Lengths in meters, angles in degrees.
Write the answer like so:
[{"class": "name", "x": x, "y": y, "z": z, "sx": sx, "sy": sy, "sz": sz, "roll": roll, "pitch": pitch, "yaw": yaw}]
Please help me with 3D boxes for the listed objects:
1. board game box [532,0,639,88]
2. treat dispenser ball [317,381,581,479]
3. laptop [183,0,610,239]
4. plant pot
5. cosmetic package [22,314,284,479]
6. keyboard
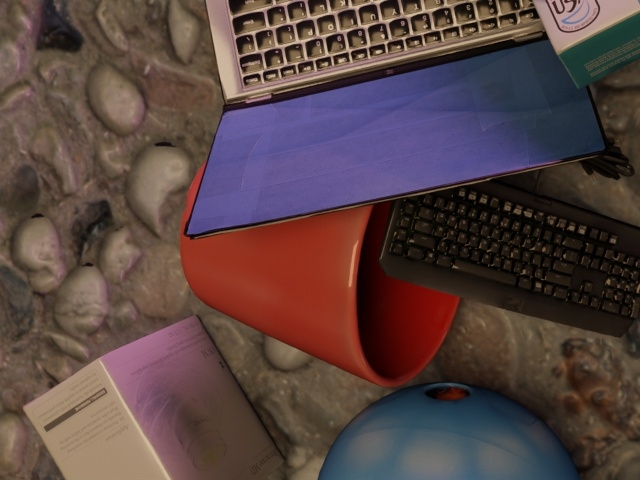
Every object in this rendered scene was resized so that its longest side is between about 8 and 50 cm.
[{"class": "board game box", "x": 0.266, "y": -0.335, "z": 0.864, "sx": 0.254, "sy": 0.079, "sz": 0.336, "roll": -26, "pitch": 64, "yaw": 19}, {"class": "treat dispenser ball", "x": 0.133, "y": 0.293, "z": 1.065, "sx": 0.288, "sy": 0.288, "sz": 0.288, "roll": 3, "pitch": 100, "yaw": 21}, {"class": "laptop", "x": 0.044, "y": -0.235, "z": 0.993, "sx": 0.382, "sy": 0.236, "sz": 0.408, "roll": -11, "pitch": 88, "yaw": 12}, {"class": "plant pot", "x": 0.000, "y": 0.000, "z": 1.097, "sx": 0.243, "sy": 0.275, "sz": 0.275, "roll": 10, "pitch": 102, "yaw": 30}, {"class": "cosmetic package", "x": -0.190, "y": 0.235, "z": 1.215, "sx": 0.138, "sy": 0.224, "sz": 0.224, "roll": -32, "pitch": 86, "yaw": 23}, {"class": "keyboard", "x": 0.214, "y": -0.027, "z": 1.010, "sx": 0.317, "sy": 0.033, "sz": 0.201, "roll": 15, "pitch": 85, "yaw": -25}]
